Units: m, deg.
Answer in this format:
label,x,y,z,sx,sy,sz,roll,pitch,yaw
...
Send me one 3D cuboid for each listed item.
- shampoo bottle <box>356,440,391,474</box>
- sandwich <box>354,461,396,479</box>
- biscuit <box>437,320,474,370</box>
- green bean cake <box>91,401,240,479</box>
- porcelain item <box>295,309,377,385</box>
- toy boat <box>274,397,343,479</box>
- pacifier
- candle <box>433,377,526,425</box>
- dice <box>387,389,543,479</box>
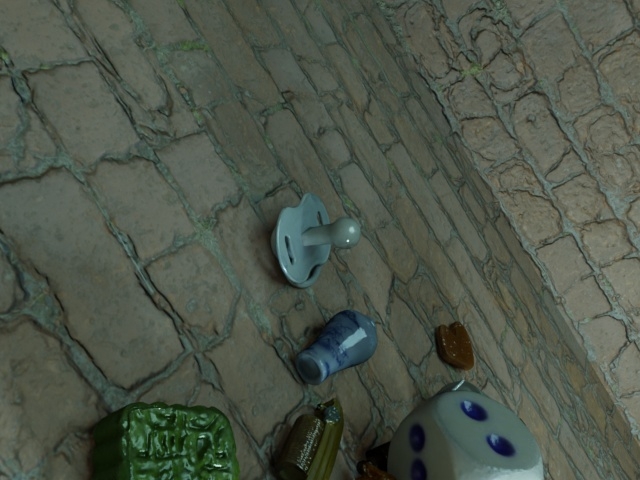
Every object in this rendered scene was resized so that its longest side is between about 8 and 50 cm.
label,x,y,z,sx,sy,sz,roll,pitch,yaw
shampoo bottle,0.171,0.540,1.538,0.236,0.068,0.067,2,69,-51
sandwich,0.140,0.592,1.337,0.109,0.184,0.160,39,67,-25
biscuit,0.454,0.346,2.099,0.192,0.036,0.186,30,41,-38
green bean cake,-0.249,0.392,1.031,0.248,0.125,0.222,18,52,-47
porcelain item,0.049,0.263,1.533,0.259,0.141,0.141,-28,89,-50
toy boat,-0.028,0.453,1.318,0.115,0.089,0.310,48,35,-14
pacifier,0.000,0.000,1.583,0.287,0.225,0.239,-33,112,-56
candle,0.430,0.536,1.765,0.342,0.221,0.221,37,39,-26
dice,0.318,0.514,1.389,0.243,0.259,0.251,6,27,-26
